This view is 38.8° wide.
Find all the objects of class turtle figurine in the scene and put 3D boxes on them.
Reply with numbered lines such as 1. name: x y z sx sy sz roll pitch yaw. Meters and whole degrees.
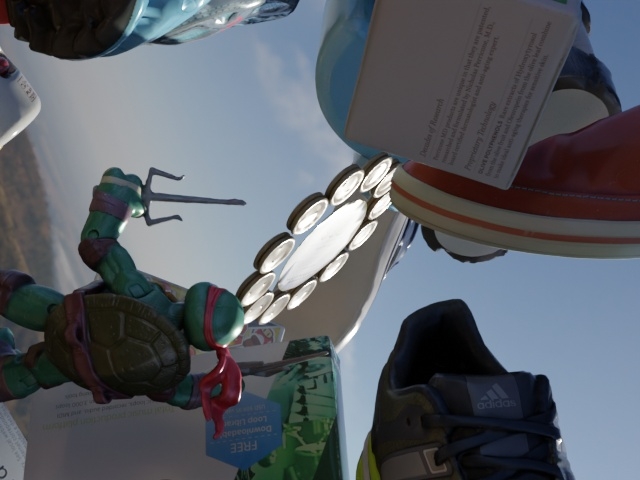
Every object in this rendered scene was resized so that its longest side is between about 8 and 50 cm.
1. turtle figurine: -0.124 0.045 0.565 0.118 0.234 0.175 -55 136 -67

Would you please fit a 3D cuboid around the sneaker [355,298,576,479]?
1. sneaker: 0.075 0.128 0.411 0.300 0.111 0.121 -121 -152 -66

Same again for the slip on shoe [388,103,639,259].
1. slip on shoe: 0.203 -0.046 0.504 0.123 0.331 0.101 -46 132 -75

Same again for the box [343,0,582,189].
1. box: 0.071 -0.101 0.442 0.101 0.087 0.102 -68 173 -46

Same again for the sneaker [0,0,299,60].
1. sneaker: -0.103 -0.150 0.399 0.262 0.125 0.104 45 -50 35

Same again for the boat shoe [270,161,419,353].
1. boat shoe: 0.045 0.044 1.226 0.127 0.340 0.158 26 -15 22

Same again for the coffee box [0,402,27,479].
1. coffee box: -0.482 0.239 0.760 0.338 0.334 0.337 -19 -77 39

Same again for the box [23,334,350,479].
1. box: -0.090 0.231 0.605 0.058 0.232 0.322 69 13 -57

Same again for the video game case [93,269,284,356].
1. video game case: -0.159 0.159 0.909 0.026 0.206 0.227 -13 -123 62

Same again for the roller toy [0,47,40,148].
1. roller toy: -0.512 -0.190 1.319 0.209 0.191 0.146 -4 -53 47

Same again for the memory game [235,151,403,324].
1. memory game: 0.000 0.000 0.733 0.012 0.186 0.186 44 -18 16

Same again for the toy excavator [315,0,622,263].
1. toy excavator: 0.074 -0.239 0.841 0.433 0.445 0.222 -55 -160 38
